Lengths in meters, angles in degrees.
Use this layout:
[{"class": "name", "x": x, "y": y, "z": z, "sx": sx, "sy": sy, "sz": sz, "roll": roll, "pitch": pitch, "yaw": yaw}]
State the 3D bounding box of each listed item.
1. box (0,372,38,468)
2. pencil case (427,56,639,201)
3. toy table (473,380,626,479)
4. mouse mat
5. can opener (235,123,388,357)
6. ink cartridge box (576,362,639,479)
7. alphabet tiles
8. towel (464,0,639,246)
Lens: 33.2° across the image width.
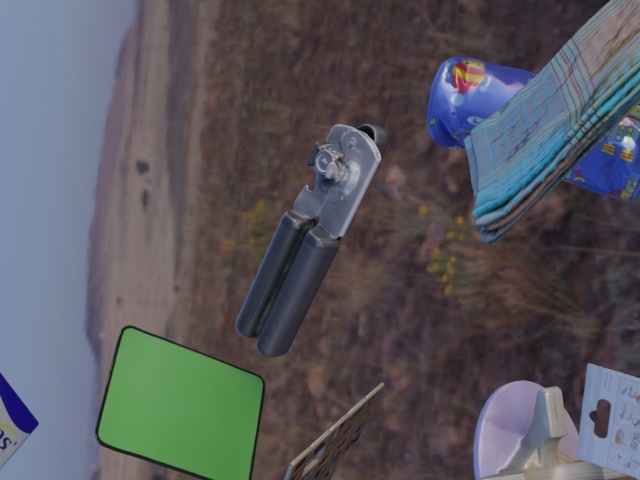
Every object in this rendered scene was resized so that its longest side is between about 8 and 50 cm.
[{"class": "box", "x": -0.394, "y": 0.198, "z": 1.143, "sx": 0.137, "sy": 0.072, "sz": 0.126, "roll": -54, "pitch": -50, "yaw": -37}, {"class": "pencil case", "x": 0.283, "y": -0.142, "z": 1.380, "sx": 0.119, "sy": 0.306, "sz": 0.133, "roll": -55, "pitch": -23, "yaw": -46}, {"class": "toy table", "x": 0.334, "y": 0.345, "z": 1.601, "sx": 0.161, "sy": 0.252, "sz": 0.274, "roll": 130, "pitch": 122, "yaw": -76}, {"class": "mouse mat", "x": -0.153, "y": 0.188, "z": 1.207, "sx": 0.007, "sy": 0.190, "sz": 0.152, "roll": -44, "pitch": 29, "yaw": 46}, {"class": "can opener", "x": 0.000, "y": 0.000, "z": 1.206, "sx": 0.076, "sy": 0.095, "sz": 0.283, "roll": 39, "pitch": 116, "yaw": 31}, {"class": "ink cartridge box", "x": 0.448, "y": 0.236, "z": 1.339, "sx": 0.066, "sy": 0.232, "sz": 0.189, "roll": -45, "pitch": -37, "yaw": -39}, {"class": "alphabet tiles", "x": 0.000, "y": 0.323, "z": 1.546, "sx": 0.198, "sy": 0.009, "sz": 0.237, "roll": -36, "pitch": -23, "yaw": -37}, {"class": "towel", "x": 0.282, "y": -0.179, "z": 1.082, "sx": 0.370, "sy": 0.040, "sz": 0.271, "roll": -47, "pitch": 13, "yaw": 22}]
